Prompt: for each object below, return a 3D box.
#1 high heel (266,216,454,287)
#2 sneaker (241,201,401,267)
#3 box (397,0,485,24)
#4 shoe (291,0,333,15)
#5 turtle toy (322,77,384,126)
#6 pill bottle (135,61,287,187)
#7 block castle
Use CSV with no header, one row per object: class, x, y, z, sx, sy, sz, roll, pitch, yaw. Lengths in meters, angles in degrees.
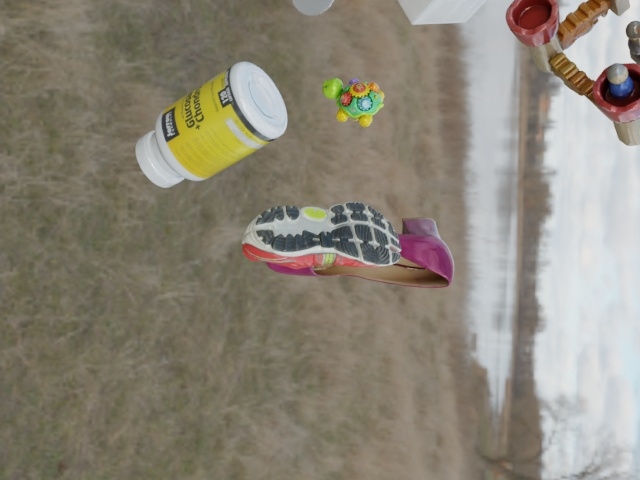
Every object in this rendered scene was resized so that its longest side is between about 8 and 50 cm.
high heel,0.078,0.045,1.847,0.181,0.377,0.127,-101,179,-50
sneaker,0.000,0.000,1.494,0.118,0.279,0.107,-40,-131,56
box,0.235,-0.513,1.817,0.170,0.091,0.130,-13,69,-40
shoe,0.019,-0.404,1.322,0.081,0.063,0.178,-59,-172,-30
turtle toy,0.065,-0.287,1.807,0.066,0.130,0.095,83,27,-52
pill bottle,-0.140,-0.137,1.128,0.103,0.184,0.103,42,33,-36
block castle,0.554,-0.397,1.422,0.303,0.453,0.213,53,7,32
